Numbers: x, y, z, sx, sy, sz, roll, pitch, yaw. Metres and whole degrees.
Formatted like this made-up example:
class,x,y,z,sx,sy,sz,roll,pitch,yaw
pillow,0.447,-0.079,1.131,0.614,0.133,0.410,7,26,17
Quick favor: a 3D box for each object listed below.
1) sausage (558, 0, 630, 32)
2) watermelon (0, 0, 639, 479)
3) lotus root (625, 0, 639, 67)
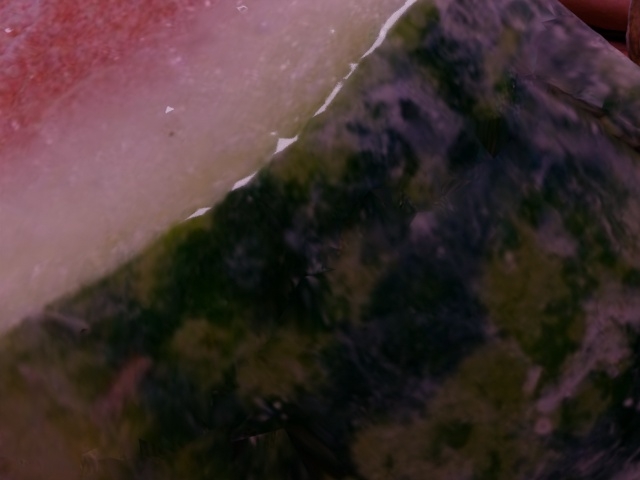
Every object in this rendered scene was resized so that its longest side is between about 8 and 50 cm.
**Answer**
class,x,y,z,sx,sy,sz,roll,pitch,yaw
sausage,0.132,-0.120,0.895,0.177,0.040,0.047,15,76,33
watermelon,-0.023,0.009,0.537,0.310,0.193,0.231,-19,58,15
lotus root,0.182,-0.086,0.784,0.081,0.122,0.112,8,70,36
